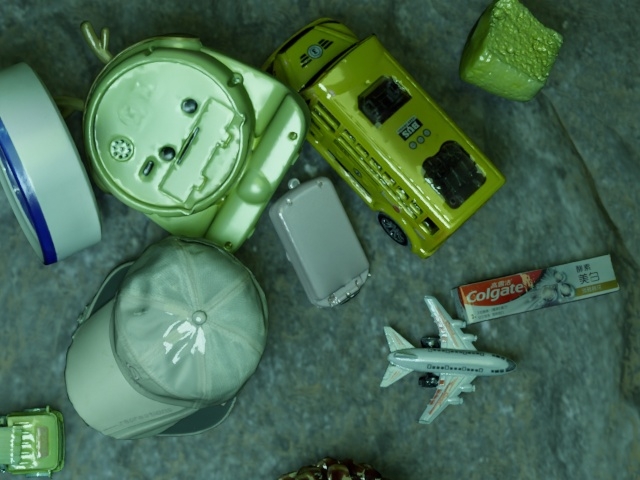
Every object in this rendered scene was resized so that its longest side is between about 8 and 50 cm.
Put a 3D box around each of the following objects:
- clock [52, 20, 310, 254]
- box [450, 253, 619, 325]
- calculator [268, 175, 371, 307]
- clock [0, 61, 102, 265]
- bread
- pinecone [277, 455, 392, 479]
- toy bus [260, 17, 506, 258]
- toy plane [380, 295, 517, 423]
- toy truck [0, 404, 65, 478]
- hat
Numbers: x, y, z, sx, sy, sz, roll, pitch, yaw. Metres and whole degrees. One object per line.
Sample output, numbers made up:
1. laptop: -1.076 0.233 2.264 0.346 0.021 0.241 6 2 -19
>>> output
1. clock: -0.185 -0.135 1.448 0.308 0.096 0.235 30 105 -2
2. box: 0.282 0.065 1.569 0.218 0.039 0.055 -10 82 -13
3. calculator: 0.000 0.000 1.503 0.100 0.032 0.175 -33 105 -32
4. clock: -0.331 -0.089 1.386 0.083 0.230 0.230 -22 84 -18
5. bread: 0.247 -0.251 1.592 0.114 0.111 0.129 29 73 -8
6. pinecone: 0.018 0.351 1.377 0.221 0.221 0.221 2 78 -10
7. toy bus: 0.076 -0.146 1.516 0.145 0.151 0.331 -43 88 -16
8. toy plane: 0.163 0.154 1.515 0.171 0.065 0.162 7 77 -11
9. toy truck: -0.392 0.233 1.367 0.191 0.116 0.085 0 80 -10
10. hat: -0.191 0.122 1.397 0.275 0.161 0.232 -34 83 20
